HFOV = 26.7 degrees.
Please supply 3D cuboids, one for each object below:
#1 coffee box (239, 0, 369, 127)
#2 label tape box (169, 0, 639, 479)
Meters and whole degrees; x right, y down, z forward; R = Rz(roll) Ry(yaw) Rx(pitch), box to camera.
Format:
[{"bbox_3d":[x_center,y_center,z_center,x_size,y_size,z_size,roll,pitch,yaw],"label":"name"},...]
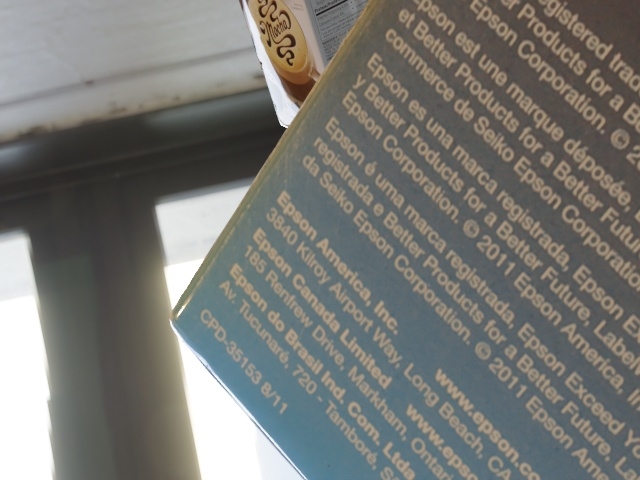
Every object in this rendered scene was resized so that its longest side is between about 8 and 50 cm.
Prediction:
[{"bbox_3d":[-0.004,-0.271,1.574,0.168,0.119,0.297,27,142,53],"label":"coffee box"},{"bbox_3d":[0.139,-0.017,0.357,0.249,0.347,0.115,47,-147,18],"label":"label tape box"}]
